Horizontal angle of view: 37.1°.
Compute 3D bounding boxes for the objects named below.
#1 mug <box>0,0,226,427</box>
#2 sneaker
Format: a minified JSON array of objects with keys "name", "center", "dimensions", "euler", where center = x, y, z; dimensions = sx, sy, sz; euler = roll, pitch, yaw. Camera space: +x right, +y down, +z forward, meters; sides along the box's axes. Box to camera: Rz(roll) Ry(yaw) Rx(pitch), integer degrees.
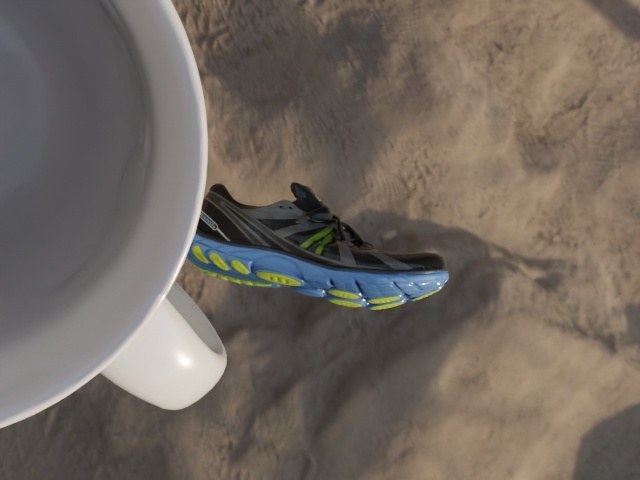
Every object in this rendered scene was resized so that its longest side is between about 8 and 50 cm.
[{"name":"mug","center":[-0.197,-0.038,0.568],"dimensions":[0.276,0.328,0.374],"euler":[-46,110,-4]},{"name":"sneaker","center":[0.000,0.000,0.668],"dimensions":[0.188,0.067,0.078],"euler":[13,71,3]}]
